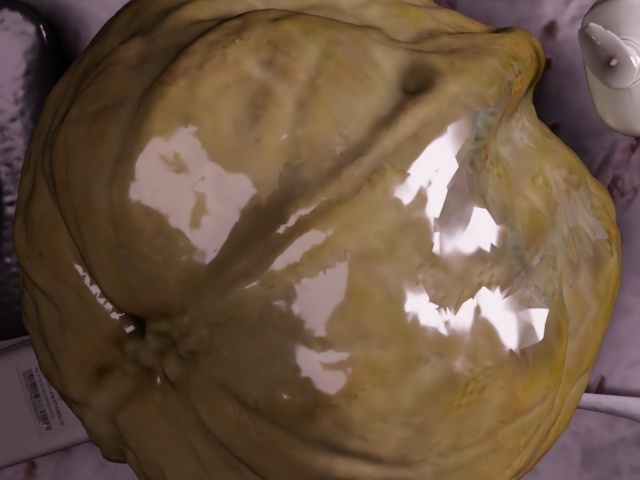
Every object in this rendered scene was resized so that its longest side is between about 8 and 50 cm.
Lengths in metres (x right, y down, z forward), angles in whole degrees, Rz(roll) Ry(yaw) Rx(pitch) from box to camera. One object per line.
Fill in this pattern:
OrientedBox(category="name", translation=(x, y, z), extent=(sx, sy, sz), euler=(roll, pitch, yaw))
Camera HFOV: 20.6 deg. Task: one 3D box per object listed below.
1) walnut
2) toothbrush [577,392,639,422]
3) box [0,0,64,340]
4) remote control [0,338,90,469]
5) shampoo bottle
OrientedBox(category="walnut", translation=(-0.002, -0.001, 0.830), extent=(0.282, 0.277, 0.253), euler=(25, 123, 15))
OrientedBox(category="toothbrush", translation=(0.207, 0.099, 0.913), extent=(0.354, 0.024, 0.029), euler=(4, 103, 15))
OrientedBox(category="box", translation=(-0.237, -0.033, 0.999), extent=(0.212, 0.042, 0.201), euler=(-6, 104, 13))
OrientedBox(category="remote control", translation=(-0.229, 0.113, 1.037), extent=(0.261, 0.029, 0.067), euler=(-19, 91, 19))
OrientedBox(category="shampoo bottle", translation=(0.149, -0.084, 0.841), extent=(0.045, 0.152, 0.077), euler=(-9, 96, 15))
